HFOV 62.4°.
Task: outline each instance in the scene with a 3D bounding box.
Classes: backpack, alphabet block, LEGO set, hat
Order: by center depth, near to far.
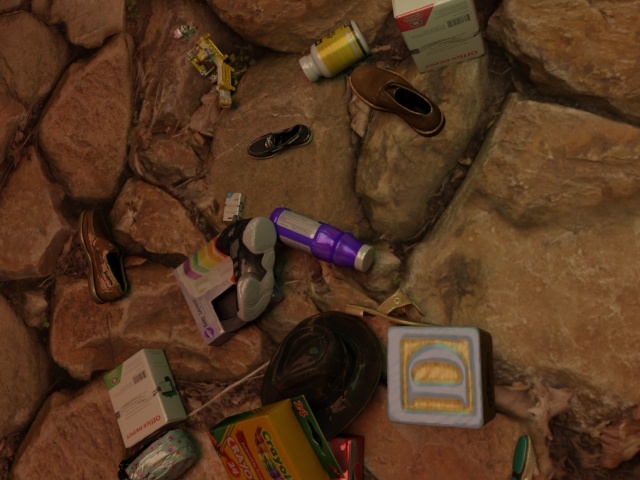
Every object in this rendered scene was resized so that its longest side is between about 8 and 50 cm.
[{"bbox_3d":[0.257,0.282,1.110,0.193,0.197,0.193,-2,77,23],"label":"alphabet block"},{"bbox_3d":[-0.027,0.295,1.226,0.332,0.134,0.331,-15,54,22],"label":"hat"},{"bbox_3d":[-0.415,0.578,1.386,0.182,0.152,0.115,-39,70,-2],"label":"backpack"},{"bbox_3d":[-0.350,-0.521,1.637,0.107,0.132,0.287,-29,90,34],"label":"LEGO set"}]

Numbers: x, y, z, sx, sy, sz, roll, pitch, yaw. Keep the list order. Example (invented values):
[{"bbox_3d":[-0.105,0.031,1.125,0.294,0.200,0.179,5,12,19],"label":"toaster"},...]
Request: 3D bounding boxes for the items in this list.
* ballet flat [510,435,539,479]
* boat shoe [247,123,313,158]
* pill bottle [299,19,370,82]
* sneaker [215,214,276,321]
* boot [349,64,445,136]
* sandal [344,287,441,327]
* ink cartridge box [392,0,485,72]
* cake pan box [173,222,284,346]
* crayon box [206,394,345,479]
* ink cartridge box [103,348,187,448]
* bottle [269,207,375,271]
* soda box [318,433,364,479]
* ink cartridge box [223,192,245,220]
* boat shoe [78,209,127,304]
[{"bbox_3d":[0.417,0.483,1.077,0.052,0.057,0.168,15,87,-1],"label":"ballet flat"},{"bbox_3d":[-0.126,-0.287,1.496,0.206,0.065,0.075,-11,73,22],"label":"boat shoe"},{"bbox_3d":[0.037,-0.515,1.456,0.184,0.103,0.103,-27,68,16],"label":"pill bottle"},{"bbox_3d":[-0.197,0.064,1.358,0.153,0.101,0.268,13,98,44],"label":"sneaker"},{"bbox_3d":[0.184,-0.383,1.353,0.305,0.115,0.112,40,97,28],"label":"boot"},{"bbox_3d":[0.168,0.150,1.244,0.240,0.088,0.079,6,86,31],"label":"sandal"},{"bbox_3d":[0.289,-0.527,1.271,0.172,0.237,0.100,-10,71,22],"label":"ink cartridge box"},{"bbox_3d":[-0.256,0.125,1.456,0.246,0.070,0.266,-36,66,15],"label":"cake pan box"},{"bbox_3d":[-0.111,0.479,1.191,0.319,0.081,0.202,-33,84,42],"label":"crayon box"},{"bbox_3d":[-0.487,0.436,1.469,0.160,0.093,0.219,-34,66,14],"label":"ink cartridge box"},{"bbox_3d":[0.000,0.000,1.339,0.283,0.118,0.092,22,83,28],"label":"bottle"},{"bbox_3d":[0.042,0.579,1.193,0.084,0.092,0.263,-3,76,25],"label":"soda box"},{"bbox_3d":[-0.249,-0.094,1.526,0.048,0.028,0.083,3,78,25],"label":"ink cartridge box"},{"bbox_3d":[-0.666,0.040,1.648,0.105,0.111,0.307,-19,80,16],"label":"boat shoe"}]
